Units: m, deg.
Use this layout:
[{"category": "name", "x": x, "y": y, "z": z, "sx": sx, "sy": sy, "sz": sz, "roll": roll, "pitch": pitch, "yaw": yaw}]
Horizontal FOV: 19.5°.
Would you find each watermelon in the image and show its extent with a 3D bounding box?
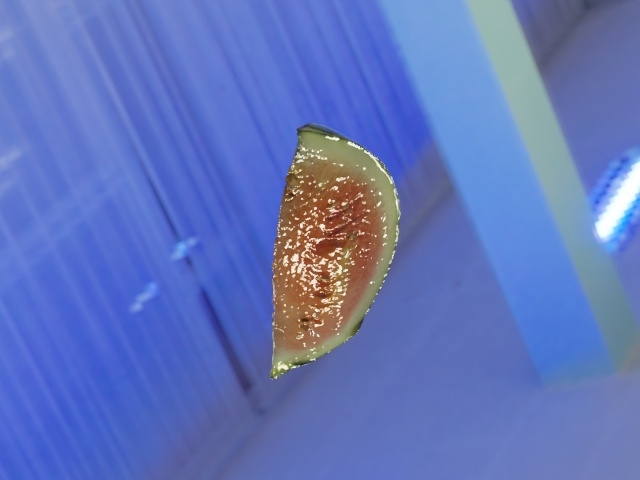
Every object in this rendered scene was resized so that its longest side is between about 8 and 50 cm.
[{"category": "watermelon", "x": 0.003, "y": 0.004, "z": 1.462, "sx": 0.063, "sy": 0.245, "sz": 0.119, "roll": 33, "pitch": -136, "yaw": 27}]
